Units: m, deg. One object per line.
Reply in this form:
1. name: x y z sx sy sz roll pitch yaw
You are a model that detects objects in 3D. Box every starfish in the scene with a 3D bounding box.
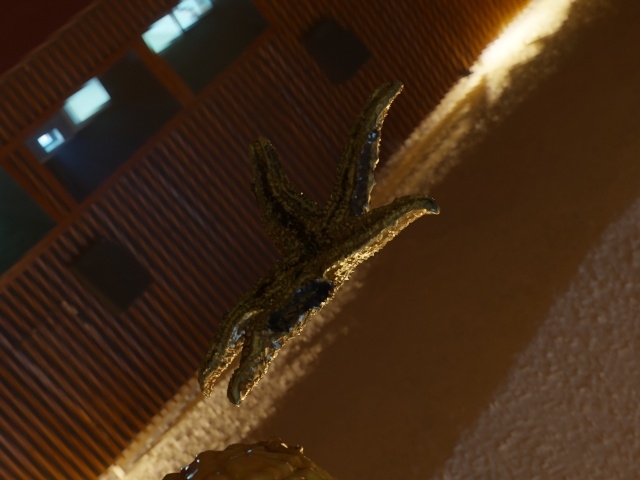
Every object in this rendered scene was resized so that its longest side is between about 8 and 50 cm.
1. starfish: 0.000 0.000 0.591 0.176 0.053 0.208 -13 -127 56

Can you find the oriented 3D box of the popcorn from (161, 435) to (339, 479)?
1. popcorn: -0.116 0.406 1.276 0.381 0.349 0.349 10 -152 -16
